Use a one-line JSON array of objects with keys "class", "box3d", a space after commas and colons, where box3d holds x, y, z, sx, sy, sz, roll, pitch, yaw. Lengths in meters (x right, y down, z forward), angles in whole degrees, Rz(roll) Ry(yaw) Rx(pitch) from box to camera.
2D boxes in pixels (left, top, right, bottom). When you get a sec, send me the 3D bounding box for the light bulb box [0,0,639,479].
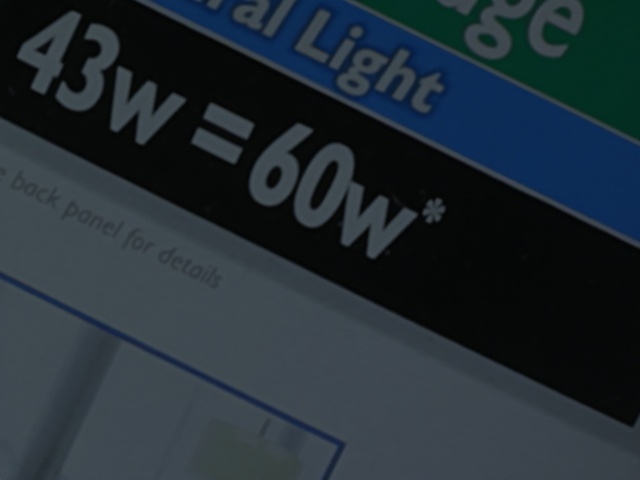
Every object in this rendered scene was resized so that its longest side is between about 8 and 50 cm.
[{"class": "light bulb box", "box3d": [0.000, 0.000, 0.662, 0.361, 0.225, 0.358, -64, 2, 9]}]
